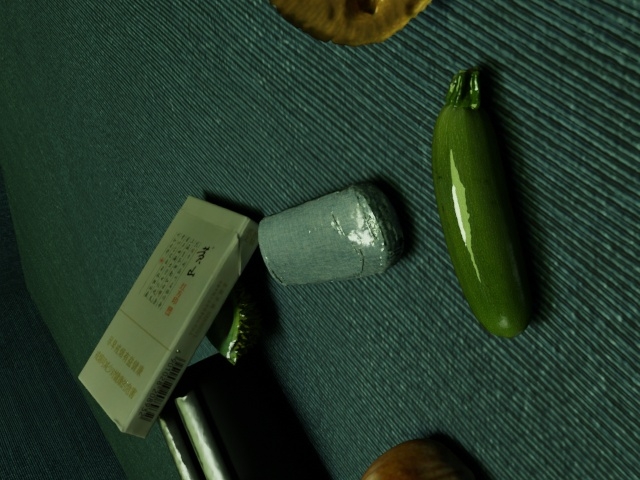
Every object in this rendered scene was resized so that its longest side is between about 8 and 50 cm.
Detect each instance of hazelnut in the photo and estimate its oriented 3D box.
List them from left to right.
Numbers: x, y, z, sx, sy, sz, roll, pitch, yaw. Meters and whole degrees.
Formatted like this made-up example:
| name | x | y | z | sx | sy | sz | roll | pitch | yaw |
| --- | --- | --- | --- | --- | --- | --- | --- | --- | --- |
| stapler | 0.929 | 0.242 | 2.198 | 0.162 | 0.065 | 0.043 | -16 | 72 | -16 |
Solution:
| name | x | y | z | sx | sy | sz | roll | pitch | yaw |
| --- | --- | --- | --- | --- | --- | --- | --- | --- | --- |
| hazelnut | 0.118 | 0.319 | 0.714 | 0.150 | 0.150 | 0.150 | 31 | 131 | 43 |

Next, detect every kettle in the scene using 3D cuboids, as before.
| name | x | y | z | sx | sy | sz | roll | pitch | yaw |
| --- | --- | --- | --- | --- | --- | --- | --- | --- | --- |
| kettle | -0.170 | 0.367 | 1.039 | 0.203 | 0.262 | 0.308 | -40 | 72 | 40 |

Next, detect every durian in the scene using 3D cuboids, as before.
| name | x | y | z | sx | sy | sz | roll | pitch | yaw |
| --- | --- | --- | --- | --- | --- | --- | --- | --- | --- |
| durian | -0.158 | 0.123 | 1.036 | 0.220 | 0.095 | 0.137 | 27 | 93 | 48 |

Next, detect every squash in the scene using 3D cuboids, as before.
| name | x | y | z | sx | sy | sz | roll | pitch | yaw |
| --- | --- | --- | --- | --- | --- | --- | --- | --- | --- |
| squash | 0.142 | -0.027 | 0.547 | 0.066 | 0.066 | 0.252 | -4 | 103 | 55 |

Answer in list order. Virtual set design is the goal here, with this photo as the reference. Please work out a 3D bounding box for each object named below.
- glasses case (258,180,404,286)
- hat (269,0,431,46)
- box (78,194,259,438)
| name | x | y | z | sx | sy | sz | roll | pitch | yaw |
| --- | --- | --- | --- | --- | --- | --- | --- | --- | --- |
| glasses case | 0.000 | 0.000 | 0.763 | 0.282 | 0.067 | 0.109 | -16 | 97 | 55 |
| hat | 0.004 | -0.336 | 0.506 | 0.233 | 0.233 | 0.244 | 64 | 180 | 40 |
| box | -0.246 | 0.106 | 0.967 | 0.051 | 0.365 | 0.204 | 36 | 170 | -40 |
